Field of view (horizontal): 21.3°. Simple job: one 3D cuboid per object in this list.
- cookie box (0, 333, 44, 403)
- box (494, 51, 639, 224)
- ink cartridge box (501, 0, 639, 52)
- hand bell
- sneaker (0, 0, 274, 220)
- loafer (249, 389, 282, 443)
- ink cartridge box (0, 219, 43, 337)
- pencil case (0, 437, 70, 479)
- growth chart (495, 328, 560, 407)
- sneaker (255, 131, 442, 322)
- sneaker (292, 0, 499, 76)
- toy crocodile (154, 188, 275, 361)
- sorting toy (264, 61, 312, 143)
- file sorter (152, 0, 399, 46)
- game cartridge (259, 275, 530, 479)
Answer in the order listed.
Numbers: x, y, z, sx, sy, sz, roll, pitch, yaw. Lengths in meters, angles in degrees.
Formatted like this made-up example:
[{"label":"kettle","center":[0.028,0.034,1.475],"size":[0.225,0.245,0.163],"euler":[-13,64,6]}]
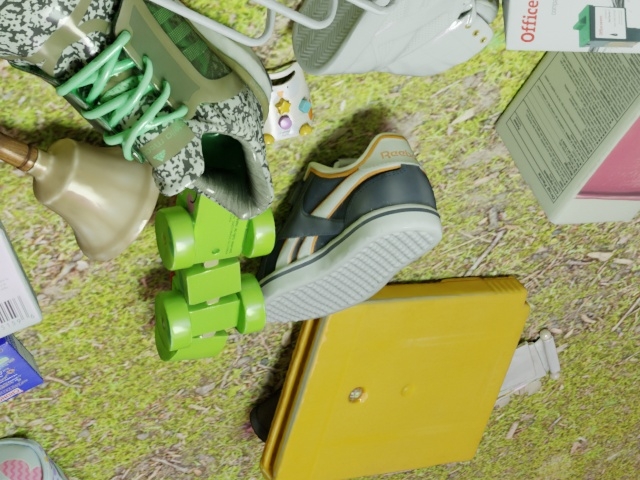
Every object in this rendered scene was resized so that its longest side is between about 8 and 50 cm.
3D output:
[{"label":"cookie box","center":[-0.367,0.139,1.864],"size":[0.092,0.040,0.107],"euler":[-26,148,0]},{"label":"box","center":[0.319,-0.146,1.830],"size":[0.127,0.148,0.232],"euler":[-2,142,-35]},{"label":"ink cartridge box","center":[0.279,-0.254,1.573],"size":[0.220,0.092,0.160],"euler":[1,145,4]},{"label":"hand bell","center":[-0.278,-0.082,1.573],"size":[0.242,0.126,0.126],"euler":[27,121,-38]},{"label":"sneaker","center":[-0.153,-0.133,1.483],"size":[0.158,0.182,0.410],"euler":[-38,146,19]},{"label":"loafer","center":[0.015,0.233,2.234],"size":[0.220,0.080,0.078],"euler":[5,138,-39]},{"label":"ink cartridge box","center":[-0.438,0.029,1.640],"size":[0.275,0.060,0.239],"euler":[-22,126,-6]},{"label":"pencil case","center":[-0.350,0.344,2.105],"size":[0.124,0.113,0.273],"euler":[-43,150,-14]},{"label":"growth chart","center":[0.233,0.201,2.400],"size":[0.237,0.021,0.172],"euler":[-21,149,-8]},{"label":"sneaker","center":[0.021,-0.010,1.858],"size":[0.126,0.127,0.321],"euler":[4,156,-33]},{"label":"sneaker","center":[0.116,-0.256,1.581],"size":[0.169,0.108,0.292],"euler":[0,149,-39]},{"label":"toy crocodile","center":[-0.123,0.018,1.819],"size":[0.115,0.105,0.340],"euler":[-13,142,-19]},{"label":"sorting toy","center":[-0.043,-0.141,1.696],"size":[0.083,0.045,0.075],"euler":[-16,128,-16]},{"label":"file sorter","center":[0.011,-0.271,1.296],"size":[0.278,0.173,0.193],"euler":[-8,163,37]},{"label":"game cartridge","center":[0.099,0.177,2.173],"size":[0.324,0.052,0.285],"euler":[-3,124,-34]}]
